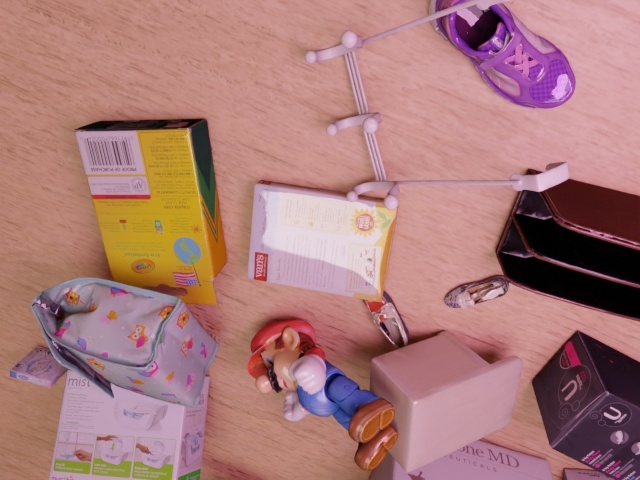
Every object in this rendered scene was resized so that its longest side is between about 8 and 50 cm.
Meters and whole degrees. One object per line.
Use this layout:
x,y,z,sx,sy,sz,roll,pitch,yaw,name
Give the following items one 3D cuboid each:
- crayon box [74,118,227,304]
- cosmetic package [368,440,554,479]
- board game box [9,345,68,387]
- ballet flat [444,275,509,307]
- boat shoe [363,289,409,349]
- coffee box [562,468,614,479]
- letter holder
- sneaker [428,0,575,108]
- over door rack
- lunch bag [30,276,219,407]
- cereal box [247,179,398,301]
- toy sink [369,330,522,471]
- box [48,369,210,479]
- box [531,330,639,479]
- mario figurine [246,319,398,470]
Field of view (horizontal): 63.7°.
-0.280,-0.044,0.895,0.202,0.081,0.319,2,114,10,crayon box
0.234,0.611,0.929,0.329,0.394,0.328,16,117,2,cosmetic package
-0.583,0.265,1.087,0.089,0.090,0.020,14,114,4,board game box
0.267,0.093,0.882,0.114,0.041,0.041,-24,108,20,ballet flat
0.117,0.138,0.928,0.049,0.043,0.137,-29,105,23,boat shoe
0.553,0.584,1.023,0.141,0.098,0.247,0,114,11,coffee box
0.433,0.034,0.727,0.301,0.214,0.152,14,116,3,letter holder
0.246,-0.255,0.690,0.236,0.105,0.095,36,114,-8,sneaker
0.125,-0.169,0.672,0.324,0.108,0.240,1,115,45,over door rack
-0.344,0.178,0.899,0.262,0.160,0.223,8,149,13,lunch bag
0.000,0.000,0.875,0.240,0.047,0.173,10,108,7,cereal box
0.211,0.262,0.900,0.234,0.131,0.153,-13,119,-25,toy sink
-0.373,0.376,1.020,0.261,0.127,0.231,-1,74,10,box
0.523,0.302,0.862,0.270,0.165,0.143,26,117,-3,box
-0.030,0.263,0.884,0.320,0.170,0.198,29,107,44,mario figurine
